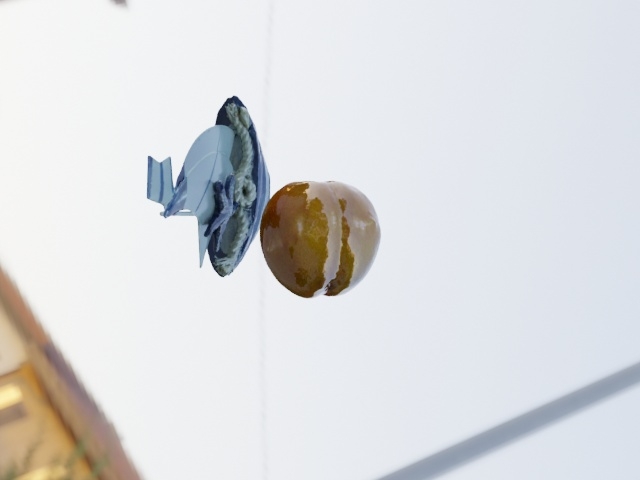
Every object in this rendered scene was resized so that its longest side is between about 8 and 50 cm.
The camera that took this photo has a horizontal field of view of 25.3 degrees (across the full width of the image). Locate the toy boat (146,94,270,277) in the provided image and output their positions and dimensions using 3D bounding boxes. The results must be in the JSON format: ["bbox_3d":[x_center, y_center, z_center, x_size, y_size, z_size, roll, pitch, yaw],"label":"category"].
[{"bbox_3d":[-0.133,-0.043,1.719,0.070,0.291,0.210,2,-66,19],"label":"toy boat"}]

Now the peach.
[{"bbox_3d":[0.000,0.000,1.607,0.138,0.138,0.138,51,-27,40],"label":"peach"}]
